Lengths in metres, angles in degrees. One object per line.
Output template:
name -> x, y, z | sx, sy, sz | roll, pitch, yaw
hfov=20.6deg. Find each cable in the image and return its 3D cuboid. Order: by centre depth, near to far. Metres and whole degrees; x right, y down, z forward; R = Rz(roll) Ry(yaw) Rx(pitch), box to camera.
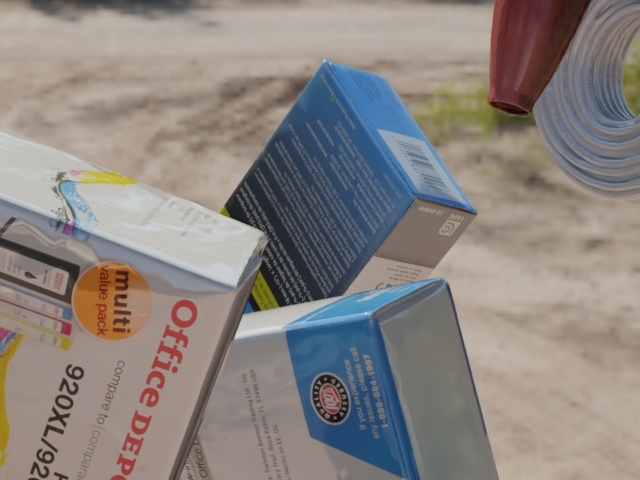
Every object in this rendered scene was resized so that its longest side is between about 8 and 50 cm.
cable -> 0.303, -0.160, 1.614 | 0.089, 0.257, 0.257 | 3, -1, -38

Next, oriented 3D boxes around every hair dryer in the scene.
hair dryer -> 0.150, -0.238, 1.376 | 0.080, 0.293, 0.223 | 14, 32, 37

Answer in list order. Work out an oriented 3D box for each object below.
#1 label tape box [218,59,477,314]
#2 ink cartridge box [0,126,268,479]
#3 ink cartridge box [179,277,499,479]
label tape box -> 0.000, 0.000, 2.019 | 0.106, 0.333, 0.240 | 11, 37, -41
ink cartridge box -> -0.171, 0.045, 1.035 | 0.233, 0.171, 0.168 | 21, 12, 0
ink cartridge box -> -0.052, 0.213, 1.619 | 0.395, 0.285, 0.166 | -11, 6, 30
